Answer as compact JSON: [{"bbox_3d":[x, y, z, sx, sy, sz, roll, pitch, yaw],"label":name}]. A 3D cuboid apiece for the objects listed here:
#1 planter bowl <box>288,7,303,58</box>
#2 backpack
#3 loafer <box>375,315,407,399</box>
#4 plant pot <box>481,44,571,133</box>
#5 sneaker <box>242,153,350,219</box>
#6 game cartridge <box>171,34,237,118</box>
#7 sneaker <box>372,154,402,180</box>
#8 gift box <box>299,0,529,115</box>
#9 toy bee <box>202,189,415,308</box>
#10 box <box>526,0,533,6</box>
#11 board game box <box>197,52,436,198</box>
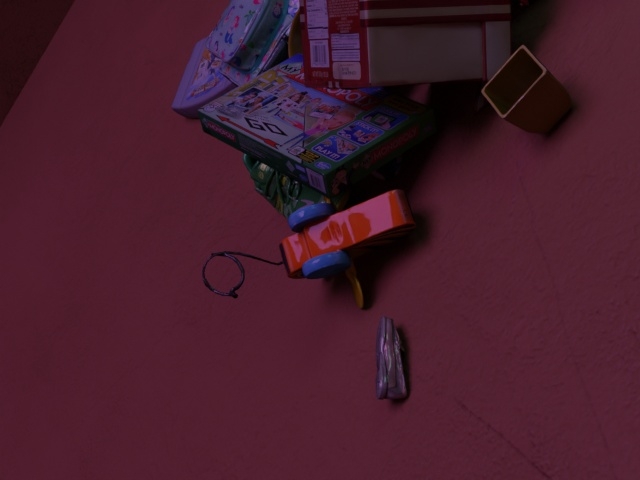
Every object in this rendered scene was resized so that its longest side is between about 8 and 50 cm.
[{"bbox_3d":[0.052,-0.304,1.771,0.217,0.090,0.217,24,124,41],"label":"planter bowl"},{"bbox_3d":[-0.079,-0.385,1.990,0.253,0.191,0.225,-51,31,5],"label":"backpack"},{"bbox_3d":[0.094,0.157,1.422,0.045,0.039,0.125,104,173,-49],"label":"loafer"},{"bbox_3d":[0.275,-0.186,1.393,0.081,0.083,0.081,-49,33,19],"label":"plant pot"},{"bbox_3d":[-0.052,-0.085,1.744,0.109,0.123,0.295,-58,31,2],"label":"sneaker"},{"bbox_3d":[-0.206,-0.362,2.273,0.297,0.062,0.198,-13,50,51],"label":"game cartridge"},{"bbox_3d":[0.070,-0.140,1.686,0.190,0.071,0.083,-122,30,-46],"label":"sneaker"},{"bbox_3d":[0.125,-0.314,1.535,0.255,0.258,0.276,-152,57,-62],"label":"gift box"},{"bbox_3d":[0.000,0.000,1.576,0.298,0.162,0.195,2,82,16],"label":"toy bee"},{"bbox_3d":[0.368,-0.532,1.566,0.293,0.073,0.295,-36,37,33],"label":"box"},{"bbox_3d":[-0.011,-0.182,1.637,0.213,0.046,0.317,-34,41,-26],"label":"board game box"}]
